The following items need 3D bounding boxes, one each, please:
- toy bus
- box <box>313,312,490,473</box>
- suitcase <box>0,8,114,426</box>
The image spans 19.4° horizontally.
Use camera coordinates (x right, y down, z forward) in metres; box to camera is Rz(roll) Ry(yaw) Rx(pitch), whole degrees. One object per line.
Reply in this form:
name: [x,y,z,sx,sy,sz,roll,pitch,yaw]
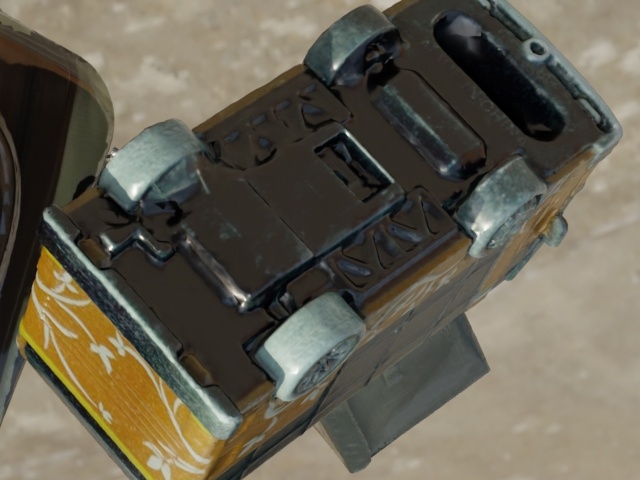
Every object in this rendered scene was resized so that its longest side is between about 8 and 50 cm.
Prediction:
toy bus: [0.000,0.000,0.904,0.275,0.138,0.167,-35,164,-32]
box: [0.016,0.045,1.522,0.149,0.155,0.231,-35,135,-8]
suitcase: [-0.307,-0.003,0.944,0.339,0.351,0.194,28,166,-36]
